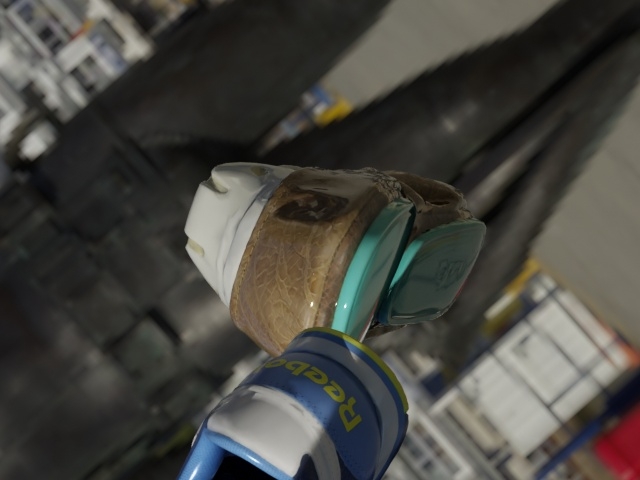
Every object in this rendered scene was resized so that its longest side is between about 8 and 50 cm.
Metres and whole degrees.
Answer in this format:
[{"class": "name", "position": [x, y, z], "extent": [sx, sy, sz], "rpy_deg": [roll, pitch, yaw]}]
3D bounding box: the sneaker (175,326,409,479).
[{"class": "sneaker", "position": [-0.022, 0.093, 0.528], "extent": [0.053, 0.144, 0.059], "rpy_deg": [24, -152, 22]}]

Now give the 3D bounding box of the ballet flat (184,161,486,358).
[{"class": "ballet flat", "position": [0.000, 0.000, 1.044], "extent": [0.124, 0.116, 0.342], "rpy_deg": [25, -169, 12]}]
